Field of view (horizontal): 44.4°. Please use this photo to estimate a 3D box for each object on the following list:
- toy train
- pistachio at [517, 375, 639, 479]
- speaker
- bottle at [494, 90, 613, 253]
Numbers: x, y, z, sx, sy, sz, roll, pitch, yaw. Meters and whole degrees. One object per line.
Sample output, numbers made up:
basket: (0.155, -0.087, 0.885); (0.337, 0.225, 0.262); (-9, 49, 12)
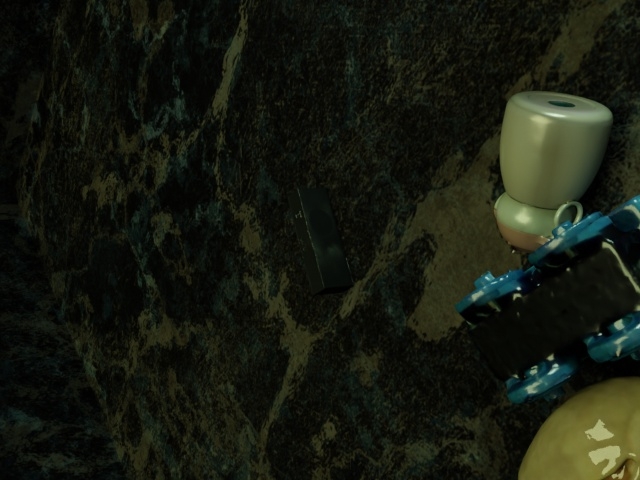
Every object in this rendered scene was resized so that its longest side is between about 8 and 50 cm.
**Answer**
toy train: (0.350, 0.071, 1.022); (0.300, 0.265, 0.188); (-44, 71, 42)
pistachio: (0.389, 0.302, 1.081); (0.187, 0.187, 0.299); (60, 141, 29)
speaker: (0.000, 0.000, 1.602); (0.044, 0.082, 0.218); (-32, 67, 49)
bottle: (0.326, -0.088, 1.144); (0.147, 0.147, 0.236); (33, 126, 45)
